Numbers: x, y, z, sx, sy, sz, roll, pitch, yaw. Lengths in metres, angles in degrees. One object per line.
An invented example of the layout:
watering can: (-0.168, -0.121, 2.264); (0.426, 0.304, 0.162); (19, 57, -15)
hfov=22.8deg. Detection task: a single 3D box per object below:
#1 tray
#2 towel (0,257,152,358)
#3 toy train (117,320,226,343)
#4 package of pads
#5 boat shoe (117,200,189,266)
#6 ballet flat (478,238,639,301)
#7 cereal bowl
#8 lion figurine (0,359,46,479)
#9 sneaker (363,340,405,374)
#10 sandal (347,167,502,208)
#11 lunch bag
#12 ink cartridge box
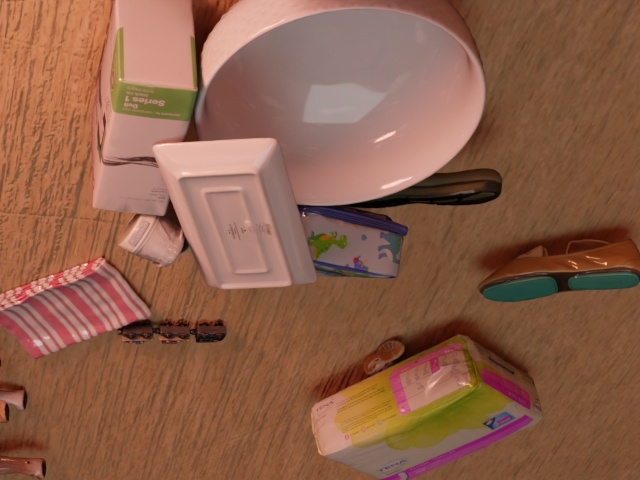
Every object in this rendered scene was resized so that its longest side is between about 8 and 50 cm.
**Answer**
tray: (-0.096, -0.019, 1.838); (0.145, 0.030, 0.270); (-3, 142, 10)
towel: (-0.351, 0.100, 2.219); (0.197, 0.029, 0.144); (-20, 141, 15)
toy train: (-0.215, 0.134, 2.289); (0.158, 0.027, 0.036); (1, 151, -12)
package of pads: (0.160, 0.267, 2.437); (0.296, 0.101, 0.229); (-28, 146, 23)
boat shoe: (-0.200, -0.008, 1.966); (0.081, 0.227, 0.079); (36, 96, -9)
ballet flat: (0.337, 0.039, 2.231); (0.232, 0.073, 0.080); (-5, 150, 6)
cereal bowl: (0.015, -0.195, 1.821); (0.338, 0.141, 0.339); (-6, 143, -4)
lion figurine: (-0.558, 0.318, 2.396); (0.240, 0.142, 0.392); (-1, 127, 3)
sneaker: (0.103, 0.176, 2.396); (0.037, 0.032, 0.083); (10, 145, -42)
sandal: (0.080, -0.087, 2.009); (0.302, 0.086, 0.120); (-1, 177, 13)
lunch bag: (0.000, 0.000, 2.034); (0.176, 0.090, 0.219); (13, 175, -25)
ink cartridge box: (-0.205, -0.157, 1.818); (0.092, 0.160, 0.219); (5, 139, -15)
